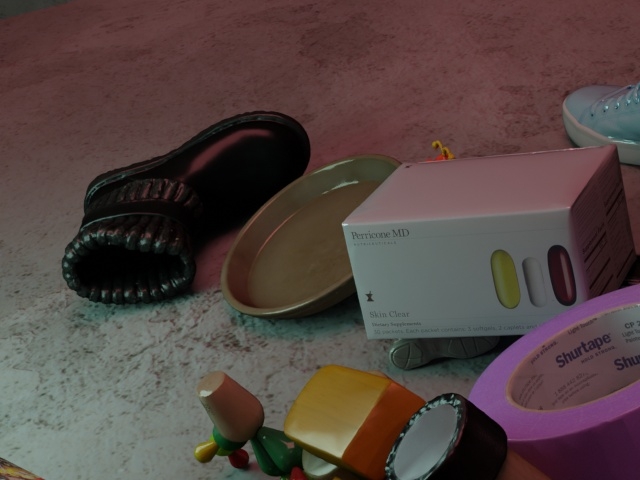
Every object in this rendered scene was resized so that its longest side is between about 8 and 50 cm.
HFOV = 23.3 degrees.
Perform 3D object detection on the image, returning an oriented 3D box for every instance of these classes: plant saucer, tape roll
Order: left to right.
[{"bbox_3d":[0.000,0.000,1.932,0.278,0.041,0.278,-26,31,17],"label":"plant saucer"},{"bbox_3d":[0.280,0.144,1.473,0.275,0.090,0.275,-26,15,7],"label":"tape roll"}]

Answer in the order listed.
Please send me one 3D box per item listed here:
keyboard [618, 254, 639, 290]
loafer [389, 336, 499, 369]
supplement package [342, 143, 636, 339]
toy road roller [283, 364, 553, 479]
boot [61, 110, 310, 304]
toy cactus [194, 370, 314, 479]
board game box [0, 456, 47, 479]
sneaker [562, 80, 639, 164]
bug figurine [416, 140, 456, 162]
[{"bbox_3d":[0.365,0.055,1.763,0.192,0.038,0.100,5,55,31],"label":"keyboard"},{"bbox_3d":[0.137,0.111,1.740,0.125,0.045,0.039,-14,20,6],"label":"loafer"},{"bbox_3d":[0.190,0.001,1.720,0.262,0.145,0.204,-4,20,26],"label":"supplement package"},{"bbox_3d":[0.071,0.260,1.309,0.240,0.202,0.329,-55,21,-9],"label":"toy road roller"},{"bbox_3d":[-0.170,-0.041,2.066,0.348,0.131,0.260,-23,20,5],"label":"boot"},{"bbox_3d":[-0.066,0.204,1.525,0.112,0.180,0.219,-44,30,-12],"label":"toy cactus"},{"bbox_3d":[-0.337,0.276,1.400,0.291,0.141,0.232,16,-3,40],"label":"board game box"},{"bbox_3d":[0.452,-0.179,2.021,0.135,0.150,0.366,-28,30,-28],"label":"sneaker"},{"bbox_3d":[0.137,-0.037,1.986,0.216,0.072,0.279,-22,29,-16],"label":"bug figurine"}]
